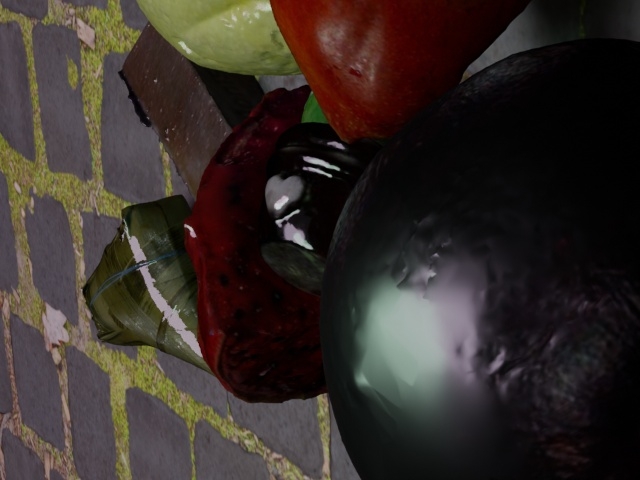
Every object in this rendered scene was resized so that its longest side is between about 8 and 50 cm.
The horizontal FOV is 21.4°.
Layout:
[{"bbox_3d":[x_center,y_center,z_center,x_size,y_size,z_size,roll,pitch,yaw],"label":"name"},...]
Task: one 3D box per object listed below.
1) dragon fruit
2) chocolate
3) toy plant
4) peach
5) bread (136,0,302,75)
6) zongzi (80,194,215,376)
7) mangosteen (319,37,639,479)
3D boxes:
[{"bbox_3d":[0.000,0.000,1.731,0.302,0.240,0.330,75,-164,-66],"label":"dragon fruit"},{"bbox_3d":[-0.119,-0.137,1.926,0.321,0.112,0.112,59,138,35],"label":"chocolate"},{"bbox_3d":[0.039,-0.065,1.575,0.175,0.235,0.218,43,157,-30],"label":"toy plant"},{"bbox_3d":[0.055,-0.256,1.297,0.361,0.201,0.257,-59,23,15],"label":"peach"},{"bbox_3d":[-0.050,-0.298,1.551,0.320,0.237,0.320,10,104,45],"label":"bread"},{"bbox_3d":[-0.195,0.116,2.141,0.274,0.125,0.251,62,147,18],"label":"zongzi"},{"bbox_3d":[0.163,0.035,1.185,0.435,0.382,0.382,-132,40,-58],"label":"mangosteen"}]
